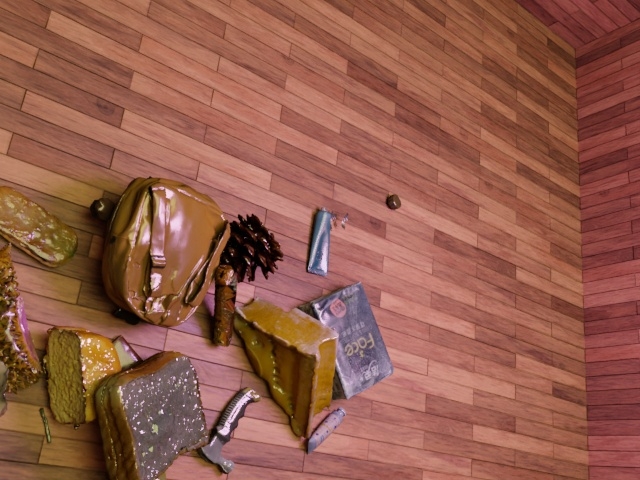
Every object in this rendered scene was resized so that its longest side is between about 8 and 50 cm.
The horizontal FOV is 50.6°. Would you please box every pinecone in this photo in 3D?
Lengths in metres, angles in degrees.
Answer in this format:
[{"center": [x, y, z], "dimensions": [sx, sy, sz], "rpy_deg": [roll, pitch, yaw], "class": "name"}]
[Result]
[{"center": [-0.209, 0.032, 1.908], "dimensions": [0.207, 0.207, 0.208], "rpy_deg": [12, 70, -36], "class": "pinecone"}]

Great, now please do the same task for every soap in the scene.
[{"center": [-0.116, 0.369, 1.983], "dimensions": [0.169, 0.304, 0.339], "rpy_deg": [-33, 139, -46], "class": "soap"}]

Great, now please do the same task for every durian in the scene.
[{"center": [-0.726, 0.180, 1.489], "dimensions": [0.191, 0.112, 0.342], "rpy_deg": [-12, 88, -43], "class": "durian"}]

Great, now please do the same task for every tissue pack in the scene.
[{"center": [0.084, 0.312, 2.119], "dimensions": [0.227, 0.103, 0.316], "rpy_deg": [-21, 90, -39], "class": "tissue pack"}]

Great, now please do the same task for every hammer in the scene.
[{"center": [-0.248, 0.495, 1.836], "dimensions": [0.159, 0.041, 0.226], "rpy_deg": [50, 53, -19], "class": "hammer"}]

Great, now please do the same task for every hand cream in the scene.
[{"center": [0.015, 0.565, 2.029], "dimensions": [0.170, 0.043, 0.065], "rpy_deg": [-37, 142, -39], "class": "hand cream"}, {"center": [0.000, 0.000, 2.186], "dimensions": [0.083, 0.048, 0.224], "rpy_deg": [16, 73, -38], "class": "hand cream"}]

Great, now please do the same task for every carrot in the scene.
[{"center": [-0.264, 0.179, 1.845], "dimensions": [0.068, 0.069, 0.229], "rpy_deg": [-10, 115, -41], "class": "carrot"}]

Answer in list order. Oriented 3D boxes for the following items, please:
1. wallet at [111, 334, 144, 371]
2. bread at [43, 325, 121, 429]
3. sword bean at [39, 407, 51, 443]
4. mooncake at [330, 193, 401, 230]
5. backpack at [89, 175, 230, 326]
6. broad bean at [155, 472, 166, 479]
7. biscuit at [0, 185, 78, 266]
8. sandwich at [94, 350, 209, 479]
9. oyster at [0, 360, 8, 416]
[{"center": [-0.478, 0.332, 1.705], "dimensions": [0.095, 0.026, 0.176], "rpy_deg": [-45, 106, -36], "class": "wallet"}, {"center": [-0.543, 0.308, 1.572], "dimensions": [0.139, 0.143, 0.229], "rpy_deg": [-4, 92, -52], "class": "bread"}, {"center": [-0.632, 0.426, 1.560], "dimensions": [0.012, 0.012, 0.083], "rpy_deg": [-12, 85, -41], "class": "sword bean"}, {"center": [0.165, -0.100, 2.336], "dimensions": [0.346, 0.057, 0.150], "rpy_deg": [2, 64, -36], "class": "mooncake"}, {"center": [-0.412, 0.027, 1.726], "dimensions": [0.353, 0.201, 0.378], "rpy_deg": [36, 63, -42], "class": "backpack"}, {"center": [-0.444, 0.608, 1.615], "dimensions": [0.174, 0.082, 0.125], "rpy_deg": [-29, 93, -41], "class": "broad bean"}, {"center": [-0.699, -0.032, 1.628], "dimensions": [0.247, 0.029, 0.119], "rpy_deg": [40, 49, -23], "class": "biscuit"}, {"center": [-0.394, 0.418, 1.615], "dimensions": [0.301, 0.099, 0.272], "rpy_deg": [-21, 104, -65], "class": "sandwich"}, {"center": [-0.774, 0.336, 1.388], "dimensions": [0.270, 0.100, 0.275], "rpy_deg": [-18, 75, -13], "class": "oyster"}]
